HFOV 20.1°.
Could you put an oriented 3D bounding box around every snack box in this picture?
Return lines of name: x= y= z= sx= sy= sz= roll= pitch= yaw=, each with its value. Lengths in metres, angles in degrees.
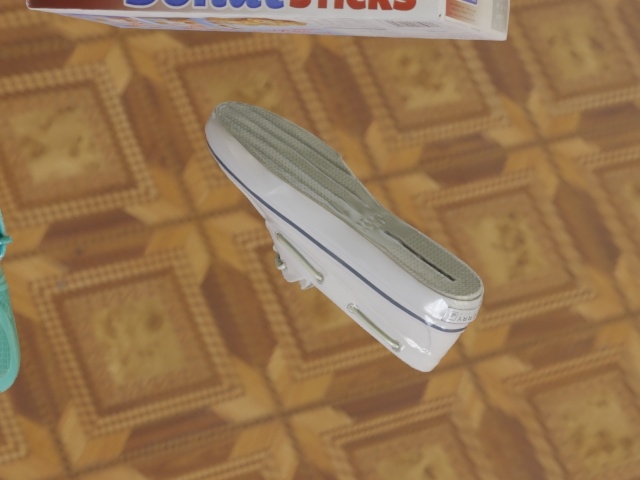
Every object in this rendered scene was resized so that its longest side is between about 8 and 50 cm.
snack box: x=-0.022 y=-0.092 z=0.689 sx=0.064 sy=0.178 sz=0.022 roll=0 pitch=95 yaw=-63

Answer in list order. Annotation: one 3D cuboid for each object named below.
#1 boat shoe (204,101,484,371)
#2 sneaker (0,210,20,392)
boat shoe: x=0.000 y=0.000 z=1.166 sx=0.226 sy=0.076 sz=0.083 roll=41 pitch=31 yaw=24
sneaker: x=-0.283 y=0.012 z=1.360 sx=0.107 sy=0.275 sz=0.110 roll=-31 pitch=36 yaw=-29
